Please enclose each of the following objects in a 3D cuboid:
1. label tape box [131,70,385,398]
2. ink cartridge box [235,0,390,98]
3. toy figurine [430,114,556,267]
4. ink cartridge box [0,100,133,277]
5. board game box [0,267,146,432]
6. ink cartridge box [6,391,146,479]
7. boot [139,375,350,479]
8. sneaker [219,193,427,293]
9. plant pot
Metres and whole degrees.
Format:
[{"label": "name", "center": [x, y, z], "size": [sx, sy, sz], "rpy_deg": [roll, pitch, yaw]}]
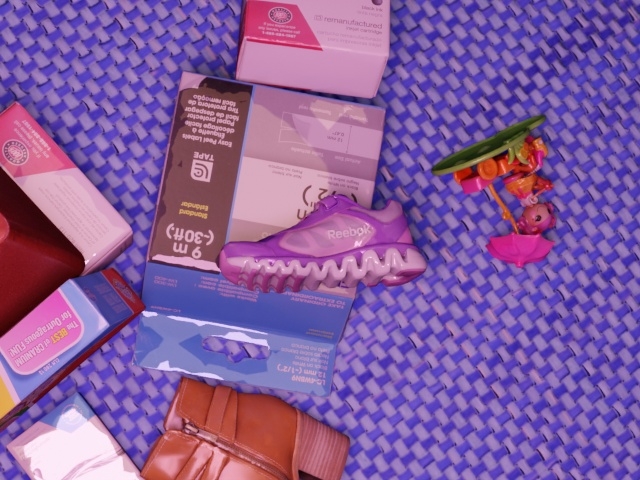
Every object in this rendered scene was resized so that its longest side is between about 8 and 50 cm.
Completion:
[{"label": "label tape box", "center": [-0.074, -0.005, 1.747], "size": [0.249, 0.115, 0.347], "rpy_deg": [10, 79, -5]}, {"label": "ink cartridge box", "center": [-0.006, -0.303, 1.769], "size": [0.172, 0.100, 0.237], "rpy_deg": [6, 62, -7]}, {"label": "toy figurine", "center": [0.240, -0.050, 1.809], "size": [0.173, 0.130, 0.159], "rpy_deg": [-31, 101, -34]}, {"label": "ink cartridge box", "center": [-0.388, 0.012, 1.702], "size": [0.283, 0.117, 0.207], "rpy_deg": [-41, 88, -11]}, {"label": "board game box", "center": [-0.344, 0.159, 1.592], "size": [0.316, 0.242, 0.064], "rpy_deg": [-40, 90, 3]}, {"label": "ink cartridge box", "center": [-0.267, 0.277, 1.708], "size": [0.104, 0.060, 0.180], "rpy_deg": [-38, 88, -11]}, {"label": "boot", "center": [-0.102, 0.305, 1.680], "size": [0.220, 0.109, 0.283], "rpy_deg": [23, 70, -12]}, {"label": "sneaker", "center": [0.000, 0.000, 1.660], "size": [0.236, 0.095, 0.104], "rpy_deg": [-3, 77, -14]}, {"label": "plant pot", "center": [-0.430, 0.001, 1.519], "size": [0.267, 0.236, 0.267], "rpy_deg": [-43, 88, -11]}]
